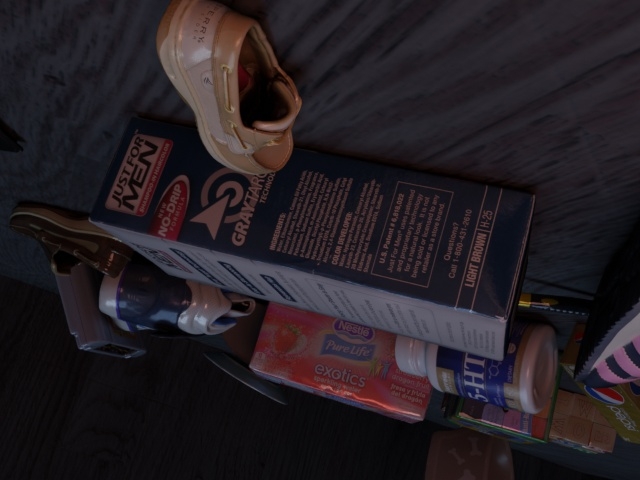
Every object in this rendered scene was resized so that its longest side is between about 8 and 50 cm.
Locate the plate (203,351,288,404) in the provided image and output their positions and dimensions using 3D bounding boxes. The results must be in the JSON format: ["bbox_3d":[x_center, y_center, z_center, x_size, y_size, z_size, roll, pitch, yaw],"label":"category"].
[{"bbox_3d":[-0.137,0.253,1.395,0.188,0.024,0.188,31,174,4],"label":"plate"}]

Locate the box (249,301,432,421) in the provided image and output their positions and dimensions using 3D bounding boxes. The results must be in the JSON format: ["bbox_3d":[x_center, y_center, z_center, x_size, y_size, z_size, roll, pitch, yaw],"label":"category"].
[{"bbox_3d":[0.042,0.203,1.266,0.300,0.142,0.154,16,166,5],"label":"box"}]

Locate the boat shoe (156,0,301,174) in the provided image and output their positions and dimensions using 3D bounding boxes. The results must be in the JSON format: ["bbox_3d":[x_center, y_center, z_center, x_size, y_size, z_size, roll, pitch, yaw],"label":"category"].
[{"bbox_3d":[-0.043,-0.085,0.465,0.059,0.063,0.170,18,166,21],"label":"boat shoe"}]

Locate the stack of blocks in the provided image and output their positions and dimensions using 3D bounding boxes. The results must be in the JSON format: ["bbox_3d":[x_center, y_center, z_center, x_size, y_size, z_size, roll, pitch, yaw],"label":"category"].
[{"bbox_3d":[0.391,0.321,1.406,0.297,0.087,0.171,15,165,8],"label":"stack of blocks"}]

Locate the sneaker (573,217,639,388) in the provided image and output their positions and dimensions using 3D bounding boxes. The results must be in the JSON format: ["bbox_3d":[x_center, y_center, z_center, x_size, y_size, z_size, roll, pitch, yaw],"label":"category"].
[{"bbox_3d":[0.278,0.068,0.559,0.131,0.112,0.319,17,167,14],"label":"sneaker"}]

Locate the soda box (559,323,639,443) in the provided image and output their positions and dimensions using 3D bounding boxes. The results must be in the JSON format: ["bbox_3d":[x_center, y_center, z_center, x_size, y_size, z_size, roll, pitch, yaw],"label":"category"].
[{"bbox_3d":[0.358,0.174,0.869,0.061,0.058,0.181,-2,140,51],"label":"soda box"}]

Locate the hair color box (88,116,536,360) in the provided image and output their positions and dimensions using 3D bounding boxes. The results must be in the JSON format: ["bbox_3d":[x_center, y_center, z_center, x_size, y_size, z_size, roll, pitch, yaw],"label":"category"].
[{"bbox_3d":[0.000,0.000,0.643,0.347,0.105,0.174,13,164,17],"label":"hair color box"}]

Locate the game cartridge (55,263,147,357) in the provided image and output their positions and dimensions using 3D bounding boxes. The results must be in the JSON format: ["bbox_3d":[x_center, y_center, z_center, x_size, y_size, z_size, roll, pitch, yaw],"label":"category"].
[{"bbox_3d":[-0.403,0.112,1.360,0.062,0.198,0.297,-15,168,-1],"label":"game cartridge"}]

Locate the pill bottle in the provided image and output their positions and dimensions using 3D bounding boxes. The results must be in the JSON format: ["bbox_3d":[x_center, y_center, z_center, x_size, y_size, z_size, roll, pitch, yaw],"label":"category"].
[{"bbox_3d":[0.197,0.147,0.943,0.186,0.112,0.112,7,162,34],"label":"pill bottle"}]

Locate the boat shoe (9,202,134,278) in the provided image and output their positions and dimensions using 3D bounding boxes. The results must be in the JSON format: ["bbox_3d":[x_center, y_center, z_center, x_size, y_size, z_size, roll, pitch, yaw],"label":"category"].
[{"bbox_3d":[-0.402,0.005,1.147,0.257,0.095,0.095,8,163,32],"label":"boat shoe"}]

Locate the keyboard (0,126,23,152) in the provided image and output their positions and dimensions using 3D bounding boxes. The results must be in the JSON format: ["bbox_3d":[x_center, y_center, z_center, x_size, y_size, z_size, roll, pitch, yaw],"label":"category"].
[{"bbox_3d":[-0.393,-0.139,0.755,0.108,0.023,0.180,9,163,8],"label":"keyboard"}]

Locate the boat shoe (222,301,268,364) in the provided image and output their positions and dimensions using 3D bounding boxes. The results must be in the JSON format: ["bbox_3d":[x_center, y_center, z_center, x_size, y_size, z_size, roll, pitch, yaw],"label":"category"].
[{"bbox_3d":[-0.027,0.217,1.460,0.340,0.127,0.158,25,-176,12],"label":"boat shoe"}]

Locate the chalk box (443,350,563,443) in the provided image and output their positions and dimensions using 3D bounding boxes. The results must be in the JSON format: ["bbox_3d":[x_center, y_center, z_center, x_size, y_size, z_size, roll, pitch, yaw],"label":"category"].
[{"bbox_3d":[0.268,0.214,1.070,0.132,0.132,0.213,16,167,6],"label":"chalk box"}]

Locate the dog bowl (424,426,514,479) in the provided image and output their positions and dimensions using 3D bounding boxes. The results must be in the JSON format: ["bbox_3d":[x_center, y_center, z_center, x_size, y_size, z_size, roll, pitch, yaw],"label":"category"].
[{"bbox_3d":[0.279,0.486,1.331,0.102,0.349,0.349,-2,158,23],"label":"dog bowl"}]

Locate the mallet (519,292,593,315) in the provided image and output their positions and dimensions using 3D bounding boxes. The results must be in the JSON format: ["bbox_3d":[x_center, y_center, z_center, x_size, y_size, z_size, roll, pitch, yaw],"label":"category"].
[{"bbox_3d":[0.204,0.069,0.746,0.189,0.062,0.039,14,166,12],"label":"mallet"}]

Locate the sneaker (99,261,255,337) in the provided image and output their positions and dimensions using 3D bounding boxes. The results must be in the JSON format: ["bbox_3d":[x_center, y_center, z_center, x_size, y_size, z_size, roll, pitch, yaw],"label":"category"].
[{"bbox_3d":[-0.231,0.111,1.276,0.236,0.130,0.323,11,171,-1],"label":"sneaker"}]

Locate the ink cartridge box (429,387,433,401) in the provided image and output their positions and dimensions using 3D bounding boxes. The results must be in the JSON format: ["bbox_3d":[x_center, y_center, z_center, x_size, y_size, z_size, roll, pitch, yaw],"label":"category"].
[{"bbox_3d":[0.126,0.288,1.610,0.231,0.078,0.134,18,165,1],"label":"ink cartridge box"}]
